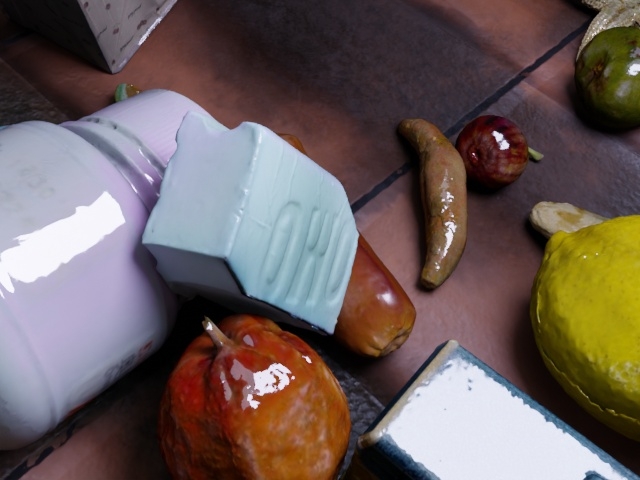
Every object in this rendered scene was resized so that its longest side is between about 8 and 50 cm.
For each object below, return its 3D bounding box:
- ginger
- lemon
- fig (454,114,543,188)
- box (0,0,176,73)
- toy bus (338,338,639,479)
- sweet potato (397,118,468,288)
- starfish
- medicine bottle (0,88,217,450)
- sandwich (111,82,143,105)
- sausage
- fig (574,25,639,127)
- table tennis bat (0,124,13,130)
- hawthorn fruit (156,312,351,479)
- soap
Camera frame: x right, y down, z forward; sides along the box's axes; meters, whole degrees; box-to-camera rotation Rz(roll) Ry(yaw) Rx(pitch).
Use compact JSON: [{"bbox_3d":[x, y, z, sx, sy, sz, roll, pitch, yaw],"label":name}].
[{"bbox_3d":[0.381,0.008,0.854,0.294,0.086,0.131,19,53,12],"label":"ginger"},{"bbox_3d":[0.315,0.084,0.718,0.204,0.204,0.260,-31,59,-25],"label":"lemon"},{"bbox_3d":[0.223,-0.110,0.930,0.125,0.089,0.089,-13,53,-45],"label":"fig"},{"bbox_3d":[-0.292,-0.392,0.914,0.190,0.297,0.225,31,73,11],"label":"box"},{"bbox_3d":[0.163,0.225,0.623,0.275,0.167,0.138,37,59,18],"label":"toy bus"},{"bbox_3d":[0.136,-0.062,0.886,0.058,0.078,0.255,23,46,-35],"label":"sweet potato"},{"bbox_3d":[0.456,-0.331,1.128,0.235,0.062,0.277,29,52,8],"label":"starfish"},{"bbox_3d":[-0.226,0.009,0.690,0.241,0.241,0.302,37,50,19],"label":"medicine bottle"},{"bbox_3d":[-0.198,-0.147,0.933,0.135,0.029,0.067,19,56,7],"label":"sandwich"},{"bbox_3d":[0.000,0.000,0.818,0.089,0.083,0.300,-41,58,14],"label":"sausage"},{"bbox_3d":[0.414,-0.192,0.994,0.127,0.185,0.133,-52,30,7],"label":"fig"},{"bbox_3d":[-0.384,-0.090,0.872,0.237,0.038,0.149,33,63,14],"label":"table tennis bat"},{"bbox_3d":[-0.058,0.156,0.644,0.173,0.179,0.174,4,60,-8],"label":"hawthorn fruit"},{"bbox_3d":[-0.045,-0.002,0.667,0.091,0.230,0.145,14,84,28],"label":"soap"}]
